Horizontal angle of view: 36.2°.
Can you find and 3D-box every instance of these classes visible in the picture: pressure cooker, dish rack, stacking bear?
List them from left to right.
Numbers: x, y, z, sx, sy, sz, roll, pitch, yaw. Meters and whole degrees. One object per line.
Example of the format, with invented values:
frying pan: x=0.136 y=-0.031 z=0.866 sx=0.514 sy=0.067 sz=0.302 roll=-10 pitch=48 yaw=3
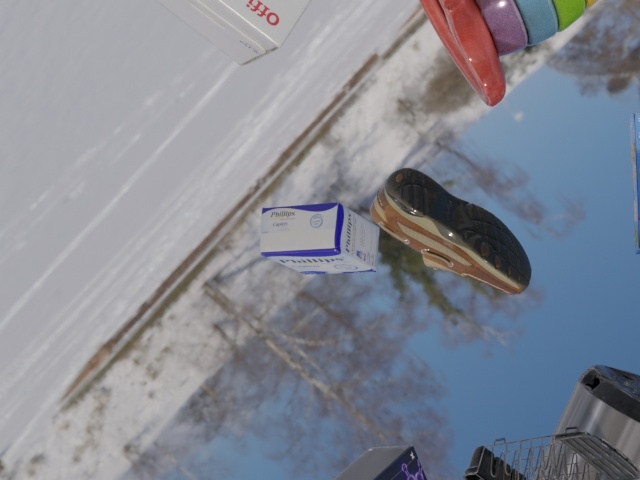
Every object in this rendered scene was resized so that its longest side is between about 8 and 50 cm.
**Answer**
dish rack: x=0.417 y=0.415 z=1.741 sx=0.271 sy=0.208 sz=0.074 roll=-22 pitch=-138 yaw=42
stacking bear: x=0.253 y=-0.305 z=1.042 sx=0.289 sy=0.175 sz=0.164 roll=-30 pitch=-144 yaw=6
pressure cooker: x=0.645 y=0.517 z=2.064 sx=0.421 sy=0.369 sz=0.375 roll=-67 pitch=-161 yaw=7

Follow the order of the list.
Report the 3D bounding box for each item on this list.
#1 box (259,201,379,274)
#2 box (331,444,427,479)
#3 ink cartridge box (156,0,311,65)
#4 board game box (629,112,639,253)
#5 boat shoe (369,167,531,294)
box: x=0.000 y=0.000 z=1.404 sx=0.126 sy=0.137 sz=0.072 roll=-3 pitch=-106 yaw=29
box: x=0.066 y=0.453 z=1.475 sx=0.103 sy=0.184 sz=0.261 roll=-19 pitch=-172 yaw=45
ink cartridge box: x=-0.058 y=-0.268 z=0.879 sx=0.176 sy=0.128 sz=0.127 roll=-57 pitch=-163 yaw=-10
board game box: x=0.543 y=-0.086 z=1.443 sx=0.039 sy=0.160 sz=0.212 roll=57 pitch=35 yaw=-75
boat shoe: x=0.233 y=-0.006 z=1.775 sx=0.120 sy=0.324 sz=0.123 roll=-45 pitch=-166 yaw=45
